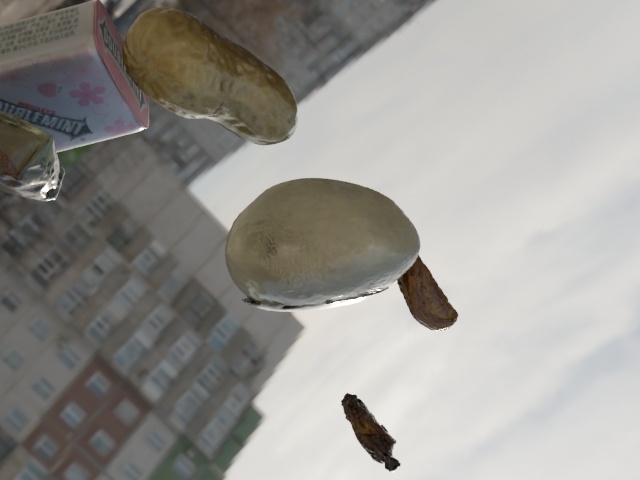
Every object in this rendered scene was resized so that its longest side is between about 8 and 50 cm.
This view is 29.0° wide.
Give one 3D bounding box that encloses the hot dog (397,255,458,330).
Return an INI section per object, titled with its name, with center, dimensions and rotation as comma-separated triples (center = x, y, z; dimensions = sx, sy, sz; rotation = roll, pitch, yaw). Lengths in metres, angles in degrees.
[hot dog]
center = 0.166, 0.086, 2.019
dimensions = 0.065, 0.147, 0.099
rotation = -34, -156, 7

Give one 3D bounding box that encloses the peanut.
[peanut]
center = -0.124, -0.183, 1.448
dimensions = 0.110, 0.236, 0.120
rotation = -58, -152, 3

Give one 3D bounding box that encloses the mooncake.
[mooncake]
center = -0.377, -0.100, 1.482
dimensions = 0.073, 0.130, 0.125
rotation = -62, 173, -18

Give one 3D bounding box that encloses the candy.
[candy]
center = 0.000, 0.000, 1.773
dimensions = 0.295, 0.185, 0.295
rotation = -9, -175, 1

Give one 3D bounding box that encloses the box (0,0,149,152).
[box]
center = -0.430, -0.185, 1.636
dimensions = 0.369, 0.190, 0.112
rotation = -15, -127, 9

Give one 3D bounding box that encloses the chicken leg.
[chicken leg]
center = 0.060, 0.220, 1.409
dimensions = 0.037, 0.062, 0.145
rotation = -32, -138, -4
